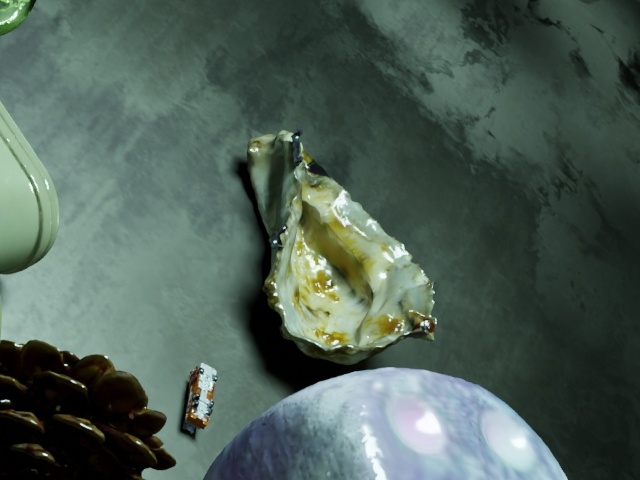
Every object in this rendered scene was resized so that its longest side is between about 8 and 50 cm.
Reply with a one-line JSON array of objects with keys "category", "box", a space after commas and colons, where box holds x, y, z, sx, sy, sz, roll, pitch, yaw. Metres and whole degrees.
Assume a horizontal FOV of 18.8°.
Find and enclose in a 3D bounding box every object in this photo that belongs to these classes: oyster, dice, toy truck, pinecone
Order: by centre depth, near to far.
[{"category": "pinecone", "box": [-0.226, 0.187, 1.575, 0.207, 0.208, 0.208, 29, 36, -24]}, {"category": "dice", "box": [0.060, 0.289, 1.707, 0.271, 0.270, 0.270, 15, 44, -40]}, {"category": "toy truck", "box": [-0.118, 0.151, 1.878, 0.024, 0.032, 0.083, 29, 39, -20]}, {"category": "oyster", "box": [-0.007, 0.000, 2.073, 0.197, 0.133, 0.337, 12, 44, -39]}]

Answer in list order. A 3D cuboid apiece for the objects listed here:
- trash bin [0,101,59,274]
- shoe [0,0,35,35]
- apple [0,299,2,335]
[{"category": "trash bin", "box": [-0.389, -0.057, 1.721, 0.247, 0.121, 0.243, -20, 70, -51]}, {"category": "shoe", "box": [-0.367, -0.315, 2.009, 0.140, 0.128, 0.262, 7, 59, -35]}, {"category": "apple", "box": [-0.398, 0.085, 1.438, 0.295, 0.233, 0.258, 36, 49, 16]}]
